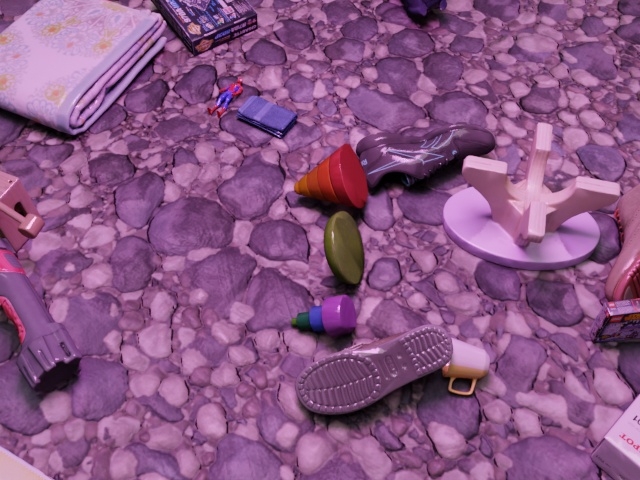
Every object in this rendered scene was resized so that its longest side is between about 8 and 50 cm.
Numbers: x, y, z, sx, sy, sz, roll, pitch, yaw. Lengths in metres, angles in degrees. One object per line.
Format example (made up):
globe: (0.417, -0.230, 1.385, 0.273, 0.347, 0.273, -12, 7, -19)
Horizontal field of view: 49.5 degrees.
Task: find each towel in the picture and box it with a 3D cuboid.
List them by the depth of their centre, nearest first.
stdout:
towel: (-0.111, -0.260, 1.448, 0.120, 0.029, 0.067, 26, 59, 21)
towel: (-0.562, -0.409, 1.541, 0.321, 0.090, 0.374, 20, 57, 20)

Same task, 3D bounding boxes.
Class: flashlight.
flashlight: (-0.507, 0.120, 1.148, 0.103, 0.103, 0.304, -23, 60, -32)

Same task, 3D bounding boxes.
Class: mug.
mug: (0.228, 0.196, 1.093, 0.064, 0.078, 0.062, 12, 22, 0)

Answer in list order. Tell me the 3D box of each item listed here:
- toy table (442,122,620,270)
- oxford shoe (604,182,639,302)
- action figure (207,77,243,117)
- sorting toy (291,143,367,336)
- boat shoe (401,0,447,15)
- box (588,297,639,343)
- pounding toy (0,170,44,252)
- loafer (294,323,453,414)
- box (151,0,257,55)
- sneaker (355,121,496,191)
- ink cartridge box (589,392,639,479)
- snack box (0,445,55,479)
toy table: (0.360, -0.063, 1.207, 0.275, 0.160, 0.252, 2, 54, 2)
oxford shoe: (0.569, -0.012, 1.212, 0.130, 0.123, 0.348, 17, 53, 46)
action figure: (-0.199, -0.312, 1.491, 0.038, 0.030, 0.115, 18, 54, 21)
sorting toy: (0.000, 0.000, 1.220, 0.126, 0.127, 0.365, -10, 57, 25)
boat shoe: (0.202, -0.631, 1.665, 0.127, 0.158, 0.340, -16, 27, -4)
box: (0.509, 0.124, 1.104, 0.137, 0.094, 0.027, -7, 53, -2)
pounding toy: (-0.562, -0.070, 1.231, 0.206, 0.181, 0.094, 19, 57, 15)
loafer: (0.084, 0.202, 1.080, 0.251, 0.087, 0.094, -18, 81, 2)
box: (-0.278, -0.552, 1.637, 0.175, 0.051, 0.220, -30, 67, -19)
sneaker: (0.205, -0.154, 1.333, 0.268, 0.101, 0.106, -8, 67, 4)
ink cartridge box: (0.508, 0.282, 0.998, 0.191, 0.082, 0.140, -37, 61, -24)
snack box: (-0.418, 0.415, 0.945, 0.322, 0.060, 0.187, 23, 58, 18)
